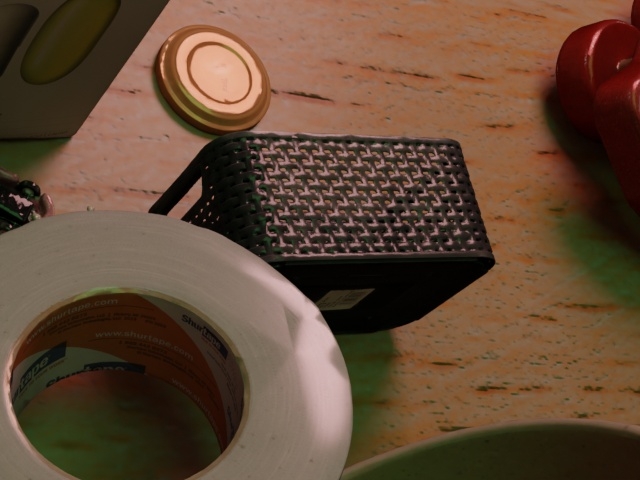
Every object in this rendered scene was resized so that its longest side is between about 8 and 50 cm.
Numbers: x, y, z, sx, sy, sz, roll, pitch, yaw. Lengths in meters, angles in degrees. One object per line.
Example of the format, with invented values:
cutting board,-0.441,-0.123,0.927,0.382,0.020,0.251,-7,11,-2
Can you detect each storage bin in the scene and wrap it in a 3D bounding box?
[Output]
storage bin,0.000,0.000,0.808,0.180,0.122,0.084,0,65,-32

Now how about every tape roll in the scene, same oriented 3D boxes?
tape roll,-0.097,0.090,0.647,0.219,0.072,0.219,8,49,-10

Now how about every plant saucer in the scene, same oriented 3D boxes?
plant saucer,-0.070,-0.110,0.894,0.083,0.013,0.083,14,60,-25

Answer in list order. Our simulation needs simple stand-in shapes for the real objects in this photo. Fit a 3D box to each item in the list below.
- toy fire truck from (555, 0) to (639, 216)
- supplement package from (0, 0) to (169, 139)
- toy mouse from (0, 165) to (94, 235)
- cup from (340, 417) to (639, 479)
toy fire truck,0.341,-0.092,1.060,0.302,0.169,0.254,-36,105,-38
supplement package,-0.203,-0.162,0.717,0.194,0.203,0.149,-7,69,-34
toy mouse,-0.205,0.000,0.740,0.143,0.031,0.161,48,50,-2
cup,0.081,0.272,0.622,0.331,0.331,0.237,-39,113,-39
